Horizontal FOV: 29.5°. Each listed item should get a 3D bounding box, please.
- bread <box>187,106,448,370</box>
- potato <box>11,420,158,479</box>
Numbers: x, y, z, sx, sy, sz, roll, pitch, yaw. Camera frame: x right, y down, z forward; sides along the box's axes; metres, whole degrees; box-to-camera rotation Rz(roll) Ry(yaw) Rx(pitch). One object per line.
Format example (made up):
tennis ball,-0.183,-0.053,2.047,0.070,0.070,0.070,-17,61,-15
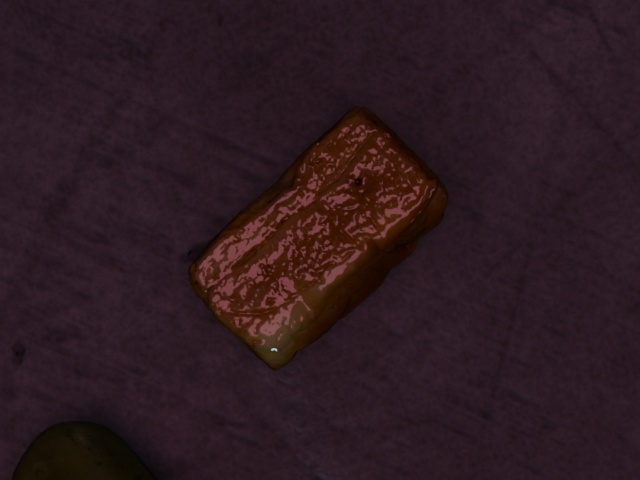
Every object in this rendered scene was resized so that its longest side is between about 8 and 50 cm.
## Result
bread,0.000,0.000,1.362,0.294,0.132,0.167,-44,88,1
potato,-0.241,0.349,1.313,0.216,0.216,0.304,-13,63,1
